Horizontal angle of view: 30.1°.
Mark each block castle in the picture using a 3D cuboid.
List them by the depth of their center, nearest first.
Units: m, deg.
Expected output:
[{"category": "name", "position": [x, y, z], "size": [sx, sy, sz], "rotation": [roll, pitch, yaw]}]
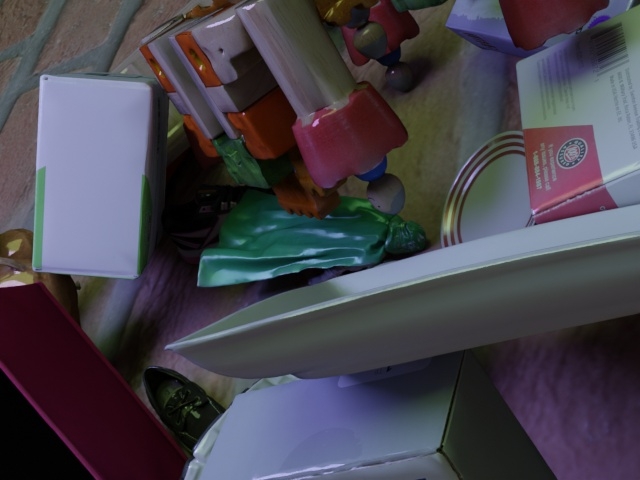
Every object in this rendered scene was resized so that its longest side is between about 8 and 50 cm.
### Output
[{"category": "block castle", "position": [0.028, -0.175, 1.123], "size": [0.303, 0.213, 0.453], "rotation": [-35, 16, -14]}]

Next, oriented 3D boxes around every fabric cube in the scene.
[{"category": "fabric cube", "position": [-0.287, 0.210, 0.997], "size": [0.259, 0.254, 0.258], "rotation": [-41, -1, 2]}]

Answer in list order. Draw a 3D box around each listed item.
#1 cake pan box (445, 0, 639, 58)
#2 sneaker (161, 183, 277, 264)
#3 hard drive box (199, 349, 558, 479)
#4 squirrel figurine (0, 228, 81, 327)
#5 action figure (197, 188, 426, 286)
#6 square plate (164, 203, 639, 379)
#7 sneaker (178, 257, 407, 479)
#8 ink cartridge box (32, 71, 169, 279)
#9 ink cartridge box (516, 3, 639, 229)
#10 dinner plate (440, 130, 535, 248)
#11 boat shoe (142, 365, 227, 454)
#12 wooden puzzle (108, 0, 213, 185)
[{"category": "cake pan box", "position": [0.270, -0.295, 1.190], "size": [0.267, 0.070, 0.245], "rotation": [30, 98, 54]}, {"category": "sneaker", "position": [-0.102, -0.033, 1.323], "size": [0.178, 0.077, 0.072], "rotation": [-26, 38, 21]}, {"category": "hard drive box", "position": [0.063, 0.191, 0.771], "size": [0.181, 0.232, 0.089], "rotation": [-16, 33, 31]}, {"category": "squirrel figurine", "position": [-0.418, 0.159, 1.316], "size": [0.370, 0.281, 0.397], "rotation": [12, 75, 38]}, {"category": "action figure", "position": [0.000, 0.000, 1.199], "size": [0.232, 0.063, 0.137], "rotation": [-2, 51, 33]}, {"category": "square plate", "position": [0.123, 0.024, 0.763], "size": [0.347, 0.049, 0.344], "rotation": [-14, 1, 17]}, {"category": "sneaker", "position": [0.025, 0.144, 0.969], "size": [0.330, 0.147, 0.130], "rotation": [-46, -12, -39]}, {"category": "ink cartridge box", "position": [-0.232, -0.081, 1.301], "size": [0.115, 0.198, 0.273], "rotation": [4, 8, -4]}, {"category": "ink cartridge box", "position": [0.313, -0.107, 0.963], "size": [0.283, 0.117, 0.207], "rotation": [-24, 38, 25]}, {"category": "dinner plate", "position": [0.160, -0.032, 1.090], "size": [0.141, 0.017, 0.141], "rotation": [-40, 39, 42]}, {"category": "boat shoe", "position": [-0.133, 0.166, 1.159], "size": [0.056, 0.049, 0.152], "rotation": [-50, 36, -13]}, {"category": "wooden puzzle", "position": [-0.192, -0.189, 1.591], "size": [0.348, 0.080, 0.322], "rotation": [-46, 34, 2]}]
